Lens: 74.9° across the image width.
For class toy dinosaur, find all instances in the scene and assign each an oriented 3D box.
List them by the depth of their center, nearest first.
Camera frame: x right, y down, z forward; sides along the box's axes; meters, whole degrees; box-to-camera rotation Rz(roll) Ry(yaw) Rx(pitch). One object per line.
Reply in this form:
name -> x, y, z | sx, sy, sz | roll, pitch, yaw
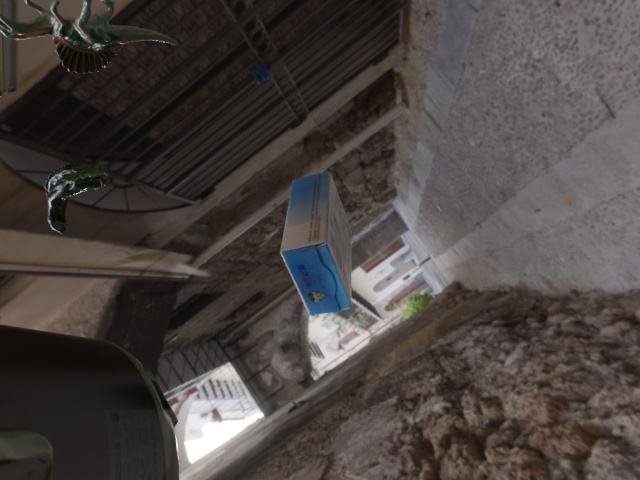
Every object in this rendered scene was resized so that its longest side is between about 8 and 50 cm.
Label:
toy dinosaur -> -0.286, -0.253, 0.524 | 0.044, 0.106, 0.187 | 54, -157, 22

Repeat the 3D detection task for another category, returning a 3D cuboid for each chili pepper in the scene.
chili pepper -> -0.314, -0.059, 0.517 | 0.055, 0.118, 0.035 | 45, -163, -15

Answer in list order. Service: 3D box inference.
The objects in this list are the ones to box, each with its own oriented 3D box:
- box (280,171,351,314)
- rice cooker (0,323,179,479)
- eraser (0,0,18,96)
box -> 0.001, -0.001, 0.672 | 0.194, 0.073, 0.139 | -86, -20, -51
rice cooker -> -0.316, 0.217, 0.313 | 0.335, 0.335, 0.325 | 57, -170, 32
eraser -> -0.495, -0.327, 0.548 | 0.158, 0.225, 0.069 | 12, -158, -13
